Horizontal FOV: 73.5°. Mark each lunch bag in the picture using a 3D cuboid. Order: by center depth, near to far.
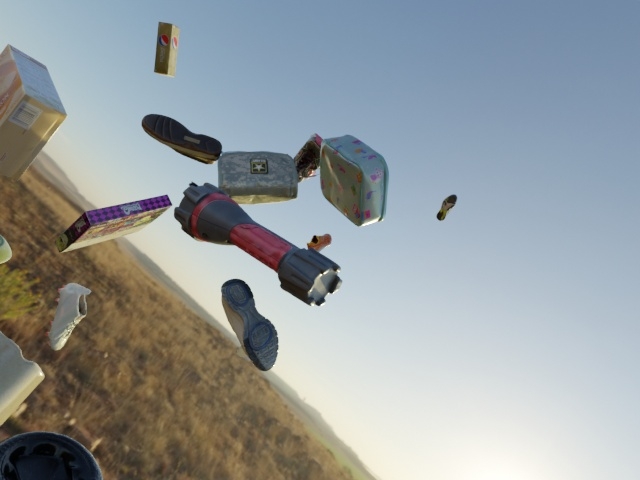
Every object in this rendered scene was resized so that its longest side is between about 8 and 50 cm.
[{"bbox_3d":[0.093,-0.178,1.273,0.279,0.107,0.224,-130,-151,-51],"label":"lunch bag"},{"bbox_3d":[-0.199,-0.194,1.342,0.287,0.235,0.169,-122,-148,-69],"label":"lunch bag"}]

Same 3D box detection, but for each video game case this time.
[{"bbox_3d":[-0.544,-0.046,1.135,0.210,0.232,0.042,-24,-89,38],"label":"video game case"}]

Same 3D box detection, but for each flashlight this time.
[{"bbox_3d":[-0.112,0.003,0.711,0.304,0.103,0.103,30,-31,29],"label":"flashlight"}]

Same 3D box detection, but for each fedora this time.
[{"bbox_3d":[-0.762,0.676,1.145,0.333,0.153,0.334,30,2,-1],"label":"fedora"}]

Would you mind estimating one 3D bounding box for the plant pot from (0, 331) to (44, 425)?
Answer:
[{"bbox_3d":[-0.924,0.396,1.103,0.333,0.305,0.334,22,-42,22],"label":"plant pot"}]

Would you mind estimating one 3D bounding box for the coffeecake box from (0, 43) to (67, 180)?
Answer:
[{"bbox_3d":[-0.509,-0.215,0.710,0.185,0.142,0.068,50,12,33],"label":"coffeecake box"}]

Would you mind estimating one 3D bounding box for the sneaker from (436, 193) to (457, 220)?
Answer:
[{"bbox_3d":[0.333,-0.091,1.128,0.031,0.035,0.083,36,-51,10],"label":"sneaker"}]

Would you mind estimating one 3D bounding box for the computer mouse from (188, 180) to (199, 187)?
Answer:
[{"bbox_3d":[-0.287,-0.081,1.238,0.242,0.041,0.071,42,-4,-26],"label":"computer mouse"}]

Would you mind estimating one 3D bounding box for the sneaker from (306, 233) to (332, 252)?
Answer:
[{"bbox_3d":[0.000,0.000,1.823,0.064,0.175,0.068,-5,-72,27],"label":"sneaker"}]

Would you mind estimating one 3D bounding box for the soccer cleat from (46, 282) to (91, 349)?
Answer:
[{"bbox_3d":[-0.664,0.208,1.133,0.076,0.196,0.068,17,12,-12],"label":"soccer cleat"}]

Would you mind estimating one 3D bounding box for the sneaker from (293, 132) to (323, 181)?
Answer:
[{"bbox_3d":[-0.052,-0.301,1.673,0.121,0.112,0.299,51,-30,4],"label":"sneaker"}]

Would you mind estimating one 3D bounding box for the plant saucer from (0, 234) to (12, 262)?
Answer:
[{"bbox_3d":[-0.932,-0.007,1.105,0.240,0.037,0.241,26,8,-4],"label":"plant saucer"}]

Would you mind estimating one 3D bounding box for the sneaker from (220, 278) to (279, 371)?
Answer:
[{"bbox_3d":[-0.220,0.263,1.322,0.297,0.110,0.129,62,-31,18],"label":"sneaker"}]

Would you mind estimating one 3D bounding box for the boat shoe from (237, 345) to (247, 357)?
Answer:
[{"bbox_3d":[-0.211,0.344,1.386,0.046,0.125,0.038,66,-25,7],"label":"boat shoe"}]

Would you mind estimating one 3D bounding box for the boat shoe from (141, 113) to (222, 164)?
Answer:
[{"bbox_3d":[-0.451,-0.313,1.386,0.257,0.095,0.095,25,-31,-10],"label":"boat shoe"}]

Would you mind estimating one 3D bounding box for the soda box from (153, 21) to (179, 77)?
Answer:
[{"bbox_3d":[-0.580,-0.717,1.617,0.058,0.182,0.061,11,12,6],"label":"soda box"}]
